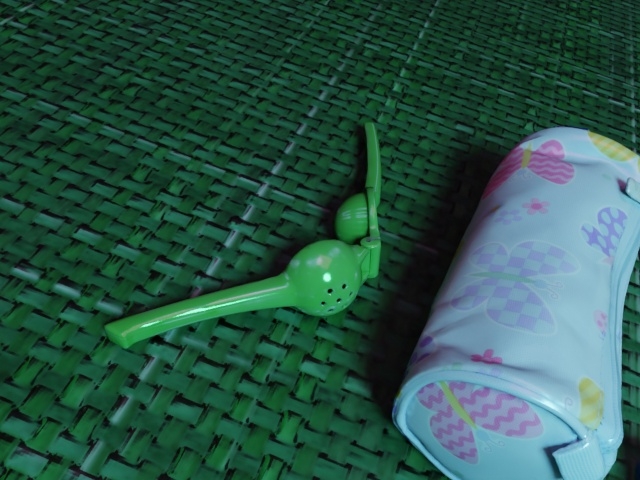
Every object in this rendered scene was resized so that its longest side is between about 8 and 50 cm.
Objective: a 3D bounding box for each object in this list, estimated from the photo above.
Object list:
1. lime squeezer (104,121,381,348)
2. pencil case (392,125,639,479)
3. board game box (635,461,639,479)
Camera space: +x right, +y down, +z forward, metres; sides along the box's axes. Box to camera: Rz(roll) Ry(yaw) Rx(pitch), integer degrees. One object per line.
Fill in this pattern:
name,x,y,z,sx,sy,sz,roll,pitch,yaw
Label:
lime squeezer,0.000,0.000,0.482,0.109,0.059,0.310,9,38,38
pencil case,0.148,0.035,0.432,0.124,0.114,0.273,11,42,27
board game box,0.241,0.223,0.334,0.136,0.035,0.201,19,46,3
